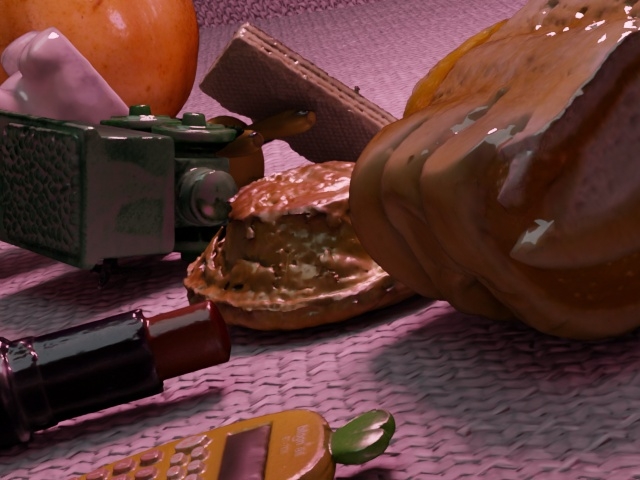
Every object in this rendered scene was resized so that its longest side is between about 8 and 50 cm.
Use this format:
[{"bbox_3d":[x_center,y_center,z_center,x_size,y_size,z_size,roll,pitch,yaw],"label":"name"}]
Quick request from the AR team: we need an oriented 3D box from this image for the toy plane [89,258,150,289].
[{"bbox_3d":[-0.207,0.028,1.693,0.077,0.024,0.084,6,15,4],"label":"toy plane"}]

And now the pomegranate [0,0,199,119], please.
[{"bbox_3d":[-0.379,-0.277,2.386,0.416,0.417,0.417,-14,13,3],"label":"pomegranate"}]

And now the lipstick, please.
[{"bbox_3d":[-0.211,0.104,1.247,0.299,0.081,0.081,-15,13,-2],"label":"lipstick"}]

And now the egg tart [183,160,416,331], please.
[{"bbox_3d":[0.000,0.000,1.420,0.241,0.106,0.241,-11,17,3],"label":"egg tart"}]

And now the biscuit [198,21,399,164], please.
[{"bbox_3d":[-0.022,-0.142,1.817,0.121,0.199,0.041,-44,18,54],"label":"biscuit"}]

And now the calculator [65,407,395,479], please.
[{"bbox_3d":[-0.067,0.146,1.024,0.234,0.032,0.146,-15,13,5],"label":"calculator"}]

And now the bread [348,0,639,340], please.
[{"bbox_3d":[0.186,-0.057,1.228,0.300,0.210,0.341,-43,16,-18],"label":"bread"}]

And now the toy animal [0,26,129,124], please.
[{"bbox_3d":[-0.366,-0.054,1.858,0.367,0.241,0.196,-33,10,-15],"label":"toy animal"}]

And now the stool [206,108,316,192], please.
[{"bbox_3d":[-0.065,-0.076,1.789,0.110,0.135,0.134,3,66,45],"label":"stool"}]

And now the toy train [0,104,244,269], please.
[{"bbox_3d":[-0.196,-0.057,1.689,0.201,0.145,0.266,-3,9,-32],"label":"toy train"}]
